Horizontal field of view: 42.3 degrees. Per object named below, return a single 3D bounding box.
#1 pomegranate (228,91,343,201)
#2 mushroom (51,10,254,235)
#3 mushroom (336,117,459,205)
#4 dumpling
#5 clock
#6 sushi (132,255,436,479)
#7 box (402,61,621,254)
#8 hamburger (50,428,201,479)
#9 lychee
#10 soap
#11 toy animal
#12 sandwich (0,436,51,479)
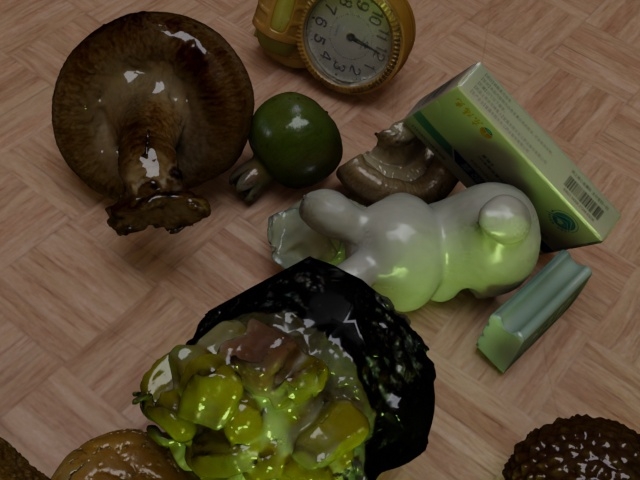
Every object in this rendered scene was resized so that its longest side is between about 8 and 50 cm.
[{"bbox_3d":[-0.063,-0.165,1.453,0.210,0.179,0.179,-34,63,-29],"label":"pomegranate"},{"bbox_3d":[-0.298,-0.196,1.354,0.331,0.334,0.356,-7,17,27],"label":"mushroom"},{"bbox_3d":[0.179,-0.136,1.493,0.286,0.156,0.151,-30,72,-16],"label":"mushroom"},{"bbox_3d":[0.003,-0.001,1.387,0.181,0.111,0.155,-8,85,-4],"label":"dumpling"},{"bbox_3d":[0.040,-0.439,1.651,0.317,0.244,0.200,30,38,11],"label":"clock"},{"bbox_3d":[-0.048,0.219,1.036,0.328,0.328,0.285,55,38,-11],"label":"sushi"},{"bbox_3d":[0.310,-0.123,1.369,0.343,0.200,0.065,44,71,-9],"label":"box"},{"bbox_3d":[-0.252,0.350,1.067,0.214,0.108,0.213,8,49,-9],"label":"hamburger"},{"bbox_3d":[0.367,0.333,1.116,0.238,0.200,0.200,9,51,5],"label":"lychee"},{"bbox_3d":[0.340,0.114,1.326,0.066,0.119,0.198,40,57,22],"label":"soap"},{"bbox_3d":[0.152,0.003,1.298,0.368,0.241,0.196,-6,74,-8],"label":"toy animal"},{"bbox_3d":[-0.338,0.397,0.937,0.288,0.099,0.254,31,96,13],"label":"sandwich"}]
